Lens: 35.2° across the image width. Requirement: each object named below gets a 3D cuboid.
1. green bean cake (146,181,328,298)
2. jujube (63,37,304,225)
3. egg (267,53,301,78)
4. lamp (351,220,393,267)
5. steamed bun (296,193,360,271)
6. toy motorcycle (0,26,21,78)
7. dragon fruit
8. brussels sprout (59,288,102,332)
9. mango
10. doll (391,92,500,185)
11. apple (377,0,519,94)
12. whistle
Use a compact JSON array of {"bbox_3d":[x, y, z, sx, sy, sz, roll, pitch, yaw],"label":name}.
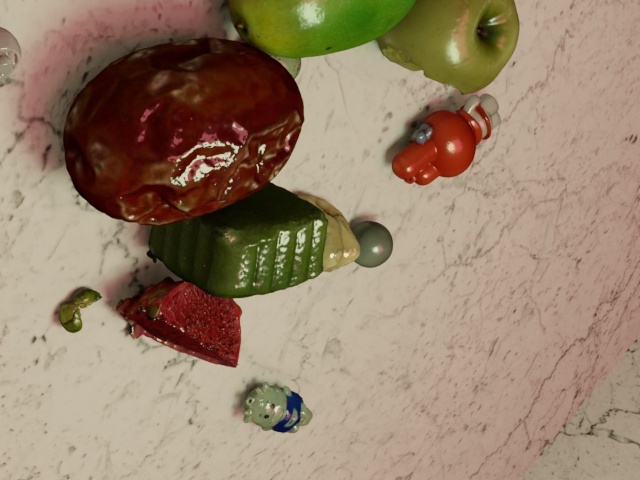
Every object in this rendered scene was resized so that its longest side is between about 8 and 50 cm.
[{"bbox_3d":[-0.144,-0.008,1.771,0.247,0.250,0.156,-15,125,-43],"label":"green bean cake"},{"bbox_3d":[-0.210,-0.174,1.586,0.377,0.276,0.276,-24,131,-40],"label":"jujube"},{"bbox_3d":[-0.085,-0.312,1.763,0.110,0.085,0.085,-5,119,-44],"label":"egg"},{"bbox_3d":[0.106,0.009,2.183,0.105,0.105,0.105,-28,133,-34],"label":"lamp"},{"bbox_3d":[0.000,0.000,2.016,0.172,0.155,0.141,10,108,-50],"label":"steamed bun"},{"bbox_3d":[-0.522,-0.232,1.337,0.254,0.112,0.112,-14,125,-41],"label":"toy motorcycle"},{"bbox_3d":[-0.265,0.129,1.850,0.274,0.161,0.126,40,58,-48],"label":"dragon fruit"},{"bbox_3d":[-0.416,0.117,1.731,0.083,0.046,0.051,-59,140,-15],"label":"brussels sprout"},{"bbox_3d":[0.017,-0.428,1.693,0.382,0.201,0.225,-17,112,-30],"label":"mango"},{"bbox_3d":[0.273,-0.211,2.199,0.290,0.130,0.161,-37,141,-17],"label":"doll"},{"bbox_3d":[0.235,-0.412,1.911,0.279,0.279,0.279,-28,133,-34],"label":"apple"},{"bbox_3d":[-0.090,0.375,2.226,0.244,0.092,0.110,32,86,-51],"label":"whistle"}]
